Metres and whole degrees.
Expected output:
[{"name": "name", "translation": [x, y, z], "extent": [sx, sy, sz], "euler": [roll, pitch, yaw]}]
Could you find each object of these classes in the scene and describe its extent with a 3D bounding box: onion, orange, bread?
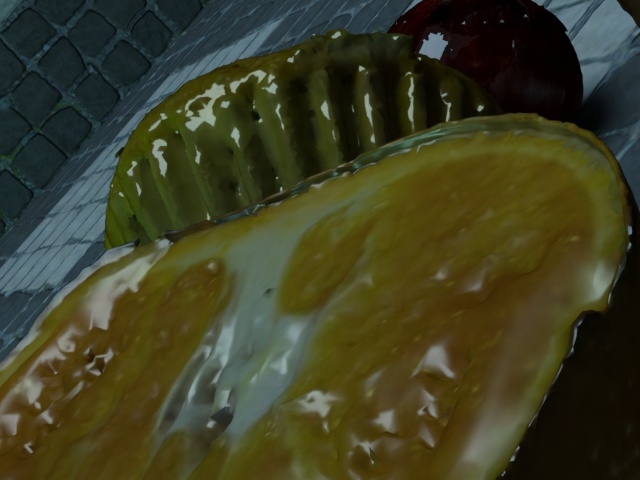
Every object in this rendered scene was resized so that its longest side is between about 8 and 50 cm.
[{"name": "onion", "translation": [0.094, -0.093, 0.806], "extent": [0.131, 0.131, 0.131], "euler": [-41, 17, 16]}, {"name": "orange", "translation": [-0.031, 0.083, 0.491], "extent": [0.310, 0.274, 0.274], "euler": [2, 33, 10]}, {"name": "bread", "translation": [-0.001, -0.002, 0.717], "extent": [0.240, 0.240, 0.139], "euler": [-33, 60, 38]}]

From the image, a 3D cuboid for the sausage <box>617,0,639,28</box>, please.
[{"name": "sausage", "translation": [0.219, -0.208, 0.589], "extent": [0.233, 0.233, 0.287], "euler": [-38, 15, 25]}]
